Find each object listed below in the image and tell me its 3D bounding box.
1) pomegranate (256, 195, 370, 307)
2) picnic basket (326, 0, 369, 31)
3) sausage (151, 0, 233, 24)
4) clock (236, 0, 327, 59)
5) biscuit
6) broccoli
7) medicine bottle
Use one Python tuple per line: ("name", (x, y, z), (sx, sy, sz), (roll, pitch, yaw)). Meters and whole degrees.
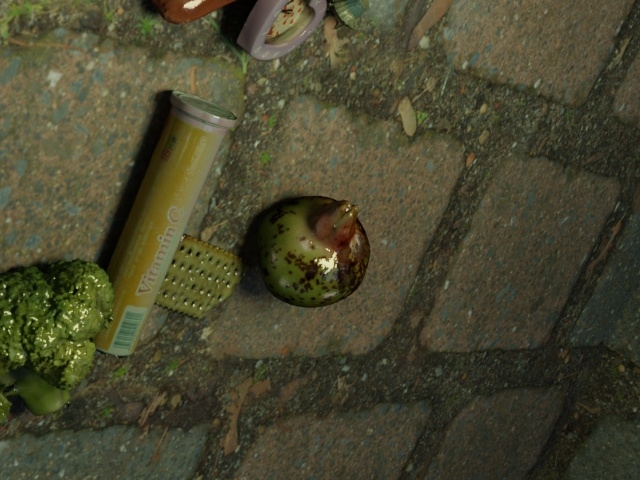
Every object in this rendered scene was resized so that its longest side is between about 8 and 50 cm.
("pomegranate", (0.000, 0.000, 1.966), (0.214, 0.214, 0.248), (-24, 160, -38))
("picnic basket", (0.038, -0.384, 1.858), (0.083, 0.083, 0.065), (-22, 160, 31))
("sausage", (-0.160, -0.373, 1.613), (0.194, 0.077, 0.077), (-34, 139, -27))
("clock", (-0.067, -0.356, 1.721), (0.172, 0.064, 0.198), (-41, 165, -16))
("biscuit", (-0.215, 0.071, 1.945), (0.144, 0.016, 0.203), (-58, 144, 2))
("broccoli", (-0.421, 0.184, 1.641), (0.254, 0.186, 0.302), (-21, 126, -52))
("medicine bottle", (-0.263, -0.021, 1.744), (0.108, 0.108, 0.425), (7, 113, -52))
